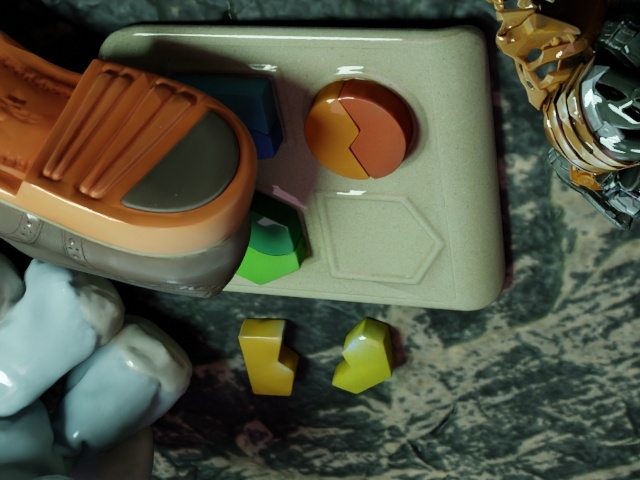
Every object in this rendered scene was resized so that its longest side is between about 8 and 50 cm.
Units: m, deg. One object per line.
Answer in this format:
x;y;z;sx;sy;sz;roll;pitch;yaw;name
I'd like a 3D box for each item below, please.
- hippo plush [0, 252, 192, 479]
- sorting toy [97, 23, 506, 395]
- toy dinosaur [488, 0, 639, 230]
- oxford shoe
-0.229;0.149;0.836;0.294;0.236;0.234;-3;121;-5;hippo plush
0.000;0.000;0.814;0.229;0.041;0.307;1;132;14;sorting toy
0.181;-0.074;0.635;0.322;0.164;0.218;20;155;-33;toy dinosaur
-0.211;-0.056;0.751;0.363;0.130;0.133;25;150;12;oxford shoe
